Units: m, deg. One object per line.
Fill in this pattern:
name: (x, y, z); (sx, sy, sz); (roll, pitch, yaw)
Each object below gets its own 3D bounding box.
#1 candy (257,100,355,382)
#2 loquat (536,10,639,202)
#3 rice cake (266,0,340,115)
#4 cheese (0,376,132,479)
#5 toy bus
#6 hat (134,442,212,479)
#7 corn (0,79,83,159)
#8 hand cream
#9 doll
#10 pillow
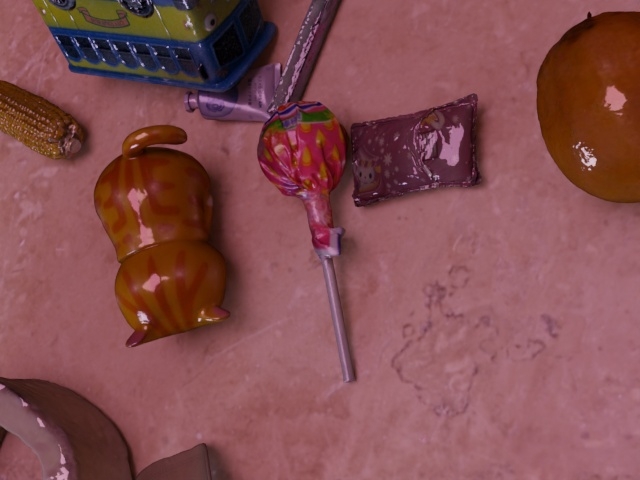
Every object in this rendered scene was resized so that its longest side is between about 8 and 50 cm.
candy: (0.000, 0.000, 1.455); (0.124, 0.124, 0.365); (-15, 80, 27)
loquat: (0.330, -0.149, 1.243); (0.187, 0.176, 0.234); (-20, 71, 8)
rice cake: (-0.021, -0.257, 1.550); (0.033, 0.033, 0.207); (23, 91, 33)
cheese: (-0.432, 0.343, 1.588); (0.332, 0.153, 0.292); (15, 87, 34)
toy bus: (-0.239, -0.328, 1.591); (0.312, 0.190, 0.152); (12, 53, 32)
hat: (-0.162, 0.368, 1.484); (0.166, 0.144, 0.173); (-26, 23, 26)
corn: (-0.453, -0.189, 1.765); (0.238, 0.080, 0.080); (28, 93, 31)
hand cream: (-0.122, -0.201, 1.593); (0.142, 0.053, 0.084); (-4, 80, 19)
doll: (-0.212, 0.001, 1.535); (0.166, 0.162, 0.269); (-20, 79, 10)
pillow: (0.119, -0.110, 1.430); (0.185, 0.043, 0.118); (-9, 81, 32)
